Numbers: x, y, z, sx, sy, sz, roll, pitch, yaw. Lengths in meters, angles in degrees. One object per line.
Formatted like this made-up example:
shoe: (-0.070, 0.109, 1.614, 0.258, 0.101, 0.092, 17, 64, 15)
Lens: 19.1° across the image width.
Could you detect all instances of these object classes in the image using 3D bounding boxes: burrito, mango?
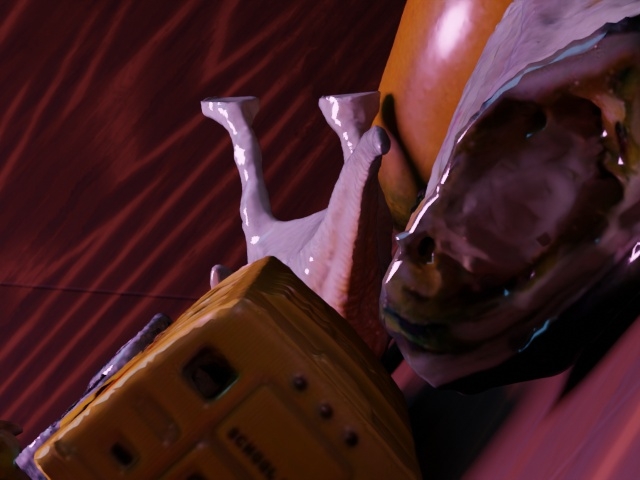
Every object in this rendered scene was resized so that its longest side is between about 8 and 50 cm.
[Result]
burrito: (0.093, -0.052, 0.628, 0.144, 0.089, 0.229, -49, 4, 26)
mango: (0.099, -0.104, 1.112, 0.221, 0.120, 0.151, -64, -1, 35)

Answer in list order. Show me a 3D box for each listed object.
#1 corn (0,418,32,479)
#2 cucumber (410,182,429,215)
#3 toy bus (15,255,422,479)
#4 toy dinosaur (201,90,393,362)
corn: (-0.189, 0.227, 0.675, 0.144, 0.144, 0.387, 129, 159, -50)
cucumber: (0.075, -0.013, 0.869, 0.058, 0.058, 0.187, -53, 2, -4)
toy bus: (-0.031, 0.078, 0.785, 0.123, 0.121, 0.335, -44, 2, 3)
toy dinosaur: (0.000, 0.000, 1.068, 0.393, 0.092, 0.205, 150, 116, -66)
